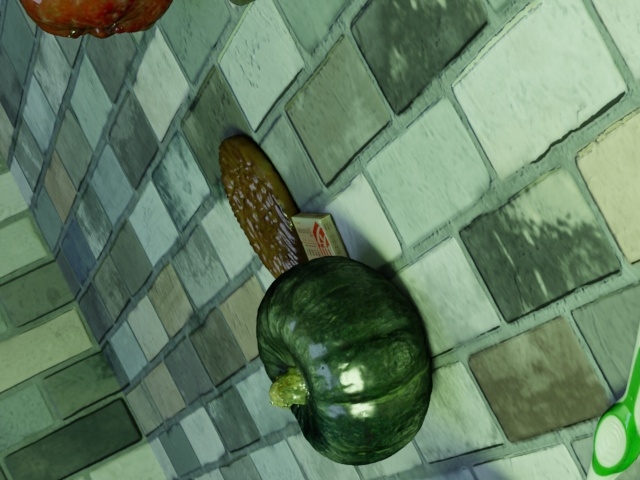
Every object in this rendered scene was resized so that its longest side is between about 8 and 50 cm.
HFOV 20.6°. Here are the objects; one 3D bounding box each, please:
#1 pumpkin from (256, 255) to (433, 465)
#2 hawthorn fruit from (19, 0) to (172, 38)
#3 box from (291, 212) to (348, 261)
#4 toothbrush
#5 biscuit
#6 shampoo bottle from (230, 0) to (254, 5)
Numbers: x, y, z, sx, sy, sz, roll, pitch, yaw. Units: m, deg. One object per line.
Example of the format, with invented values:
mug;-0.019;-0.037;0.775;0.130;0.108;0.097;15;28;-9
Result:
pumpkin;0.018;0.117;1.705;0.211;0.152;0.211;170;90;-71
hawthorn fruit;-0.244;-0.312;1.832;0.185;0.185;0.202;-174;74;-70
box;0.000;0.000;1.825;0.058;0.015;0.093;68;163;-9
toothbrush;0.226;0.143;1.323;0.042;0.040;0.418;56;161;31
biscuit;-0.064;-0.029;1.951;0.188;0.027;0.187;53;159;30
shampoo bottle;-0.098;-0.325;1.529;0.246;0.080;0.079;58;160;18
